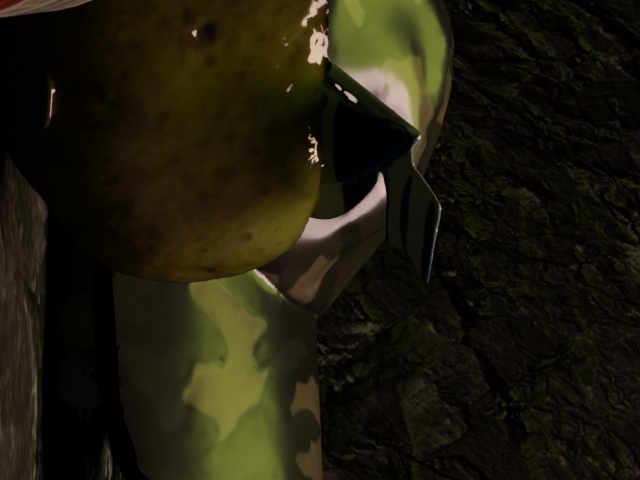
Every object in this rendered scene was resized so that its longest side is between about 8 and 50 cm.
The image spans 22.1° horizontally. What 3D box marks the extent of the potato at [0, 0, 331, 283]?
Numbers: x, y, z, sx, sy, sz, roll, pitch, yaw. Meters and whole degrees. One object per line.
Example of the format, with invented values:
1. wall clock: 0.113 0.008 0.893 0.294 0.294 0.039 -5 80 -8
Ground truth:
1. potato: -0.085 -0.094 0.654 0.160 0.111 0.272 34 -43 38

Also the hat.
1. hat: 0.000 0.000 0.979 0.382 0.257 0.366 67 13 19

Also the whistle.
1. whistle: -0.130 0.050 0.906 0.035 0.035 0.100 94 -6 -71

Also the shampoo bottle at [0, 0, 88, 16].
1. shampoo bottle: -0.082 -0.099 0.354 0.278 0.104 0.104 -98 -172 -80

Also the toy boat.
1. toy boat: -0.025 -0.084 0.730 0.291 0.067 0.220 40 -38 39
